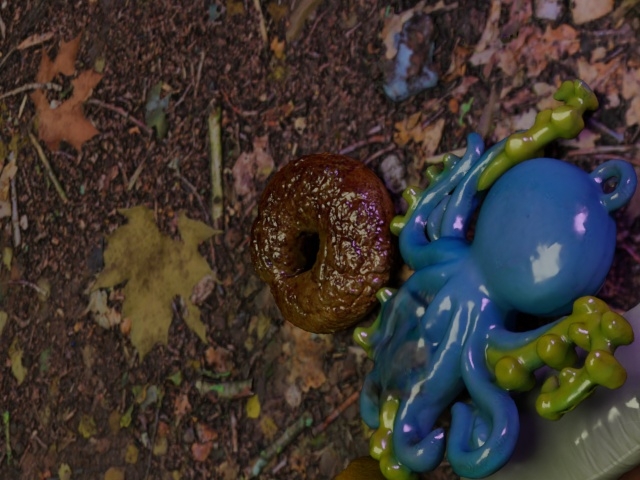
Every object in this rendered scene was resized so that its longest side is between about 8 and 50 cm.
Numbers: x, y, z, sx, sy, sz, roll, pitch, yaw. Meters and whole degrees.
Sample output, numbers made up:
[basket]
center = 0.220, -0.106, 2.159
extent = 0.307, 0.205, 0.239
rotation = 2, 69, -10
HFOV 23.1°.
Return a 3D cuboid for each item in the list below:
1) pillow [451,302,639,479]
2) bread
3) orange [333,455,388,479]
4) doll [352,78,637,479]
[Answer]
[pillow]
center = 0.209, 0.150, 1.336
extent = 0.254, 0.078, 0.144
rotation = -35, 48, 33
[bread]
center = 0.000, 0.000, 1.556
extent = 0.193, 0.064, 0.193
rotation = -6, 82, 43
[orange]
center = 0.052, 0.248, 1.454
extent = 0.085, 0.085, 0.095
rotation = -43, 81, 28
[doll]
center = 0.155, 0.054, 1.371
extent = 0.341, 0.099, 0.346
rotation = -46, 35, 26
